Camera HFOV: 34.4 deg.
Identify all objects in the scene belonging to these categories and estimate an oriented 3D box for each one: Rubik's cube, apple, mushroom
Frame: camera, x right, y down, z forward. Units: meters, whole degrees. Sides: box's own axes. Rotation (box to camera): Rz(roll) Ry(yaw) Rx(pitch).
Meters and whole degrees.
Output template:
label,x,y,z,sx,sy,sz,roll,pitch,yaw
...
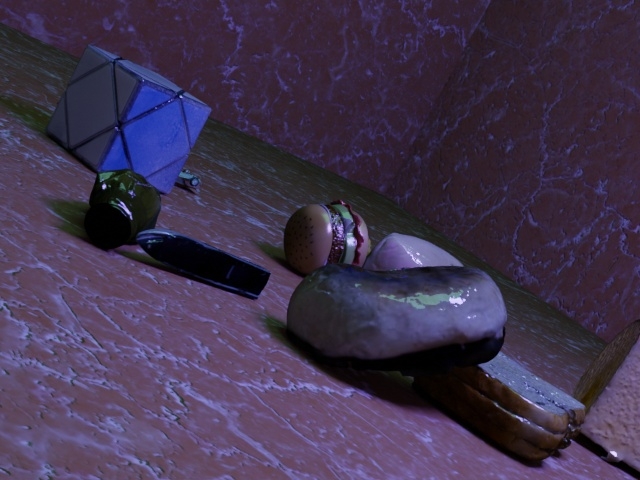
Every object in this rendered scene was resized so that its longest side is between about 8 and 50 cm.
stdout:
label,x,y,z,sx,sy,sz,roll,pitch,yaw
Rubik's cube,-0.383,-0.240,2.060,0.207,0.205,0.205,36,11,36
apple,0.595,0.312,1.978,0.252,0.314,0.309,-13,-2,16
mushroom,0.125,0.094,1.554,0.344,0.130,0.247,6,32,-7

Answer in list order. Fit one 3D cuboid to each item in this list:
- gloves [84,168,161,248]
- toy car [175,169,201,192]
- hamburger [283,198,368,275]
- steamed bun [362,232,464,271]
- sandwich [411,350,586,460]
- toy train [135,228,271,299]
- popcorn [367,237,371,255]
label,x,y,z,sx,sy,sz,roll,pitch,yaw
gloves,-0.302,-0.053,1.587,0.135,0.107,0.268,58,-1,-14
toy car,-0.317,-0.140,2.254,0.122,0.035,0.059,12,16,-34
hamburger,0.002,0.002,2.047,0.137,0.175,0.175,5,22,-37
steamed bun,0.196,0.099,2.088,0.239,0.170,0.152,25,28,-30
sandwich,0.297,0.256,1.677,0.249,0.095,0.273,33,9,24
toy train,-0.186,0.026,1.585,0.252,0.055,0.048,25,9,-40
popcorn,0.039,0.011,2.219,0.145,0.126,0.126,49,1,10
